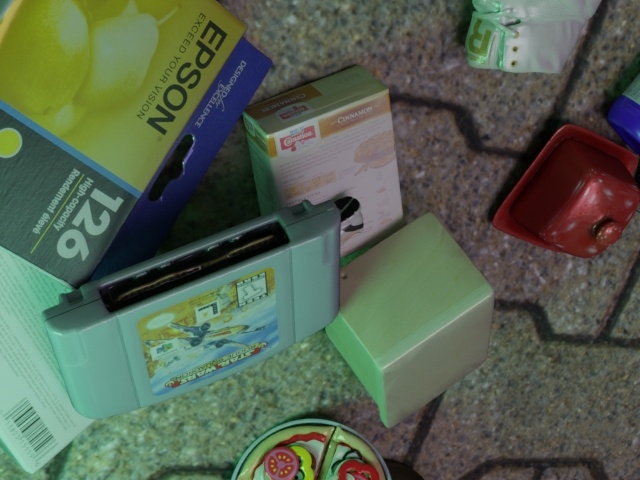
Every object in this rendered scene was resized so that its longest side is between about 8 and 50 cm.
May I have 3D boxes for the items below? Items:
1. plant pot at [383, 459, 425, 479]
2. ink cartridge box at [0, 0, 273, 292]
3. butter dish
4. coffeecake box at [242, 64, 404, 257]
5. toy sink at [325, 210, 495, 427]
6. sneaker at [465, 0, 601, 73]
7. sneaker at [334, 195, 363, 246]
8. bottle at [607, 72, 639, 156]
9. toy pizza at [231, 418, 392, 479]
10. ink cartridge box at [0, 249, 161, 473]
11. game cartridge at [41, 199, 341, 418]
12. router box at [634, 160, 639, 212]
[{"bbox_3d":[0.087,0.449,1.755,0.263,0.229,0.263,-17,128,-23],"label":"plant pot"},{"bbox_3d":[-0.203,-0.113,1.277,0.307,0.072,0.303,34,85,-39],"label":"ink cartridge box"},{"bbox_3d":[0.316,-0.037,1.654,0.160,0.118,0.160,19,113,-39],"label":"butter dish"},{"bbox_3d":[0.006,-0.073,1.470,0.142,0.068,0.185,-22,129,-17],"label":"coffeecake box"},{"bbox_3d":[0.096,0.092,1.573,0.153,0.131,0.234,-33,158,-9],"label":"toy sink"},{"bbox_3d":[0.185,-0.260,1.440,0.293,0.108,0.169,15,107,-40],"label":"sneaker"},{"bbox_3d":[0.000,0.000,1.441,0.109,0.040,0.043,-30,139,-4],"label":"sneaker"},{"bbox_3d":[0.470,-0.219,1.661,0.283,0.092,0.118,-50,138,4],"label":"bottle"},{"bbox_3d":[-0.010,0.314,1.655,0.201,0.032,0.201,0,87,-5],"label":"toy pizza"},{"bbox_3d":[-0.271,0.065,1.389,0.239,0.060,0.275,-41,133,-20],"label":"ink cartridge box"},{"bbox_3d":[-0.116,0.074,1.368,0.297,0.062,0.198,-22,144,-13],"label":"game cartridge"},{"bbox_3d":[0.461,-0.085,1.778,0.122,0.038,0.092,-9,123,-28],"label":"router box"}]
